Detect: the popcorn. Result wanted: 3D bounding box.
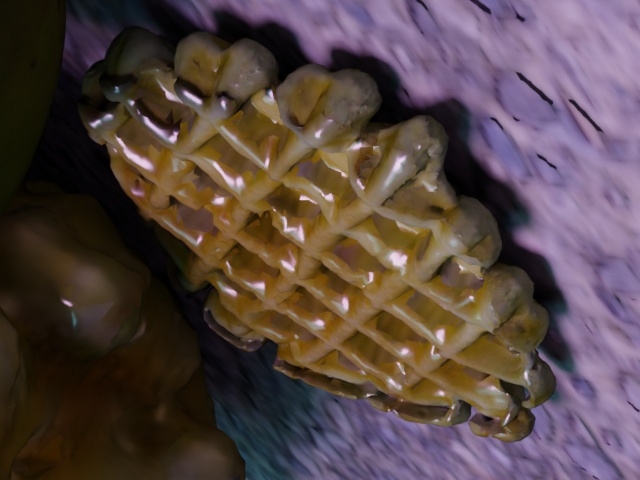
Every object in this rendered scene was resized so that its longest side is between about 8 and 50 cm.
[{"bbox_3d":[-0.180,0.093,0.787,0.274,0.279,0.335,24,148,0],"label":"popcorn"}]

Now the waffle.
[{"bbox_3d":[0.000,0.000,0.680,0.169,0.036,0.183,18,150,31],"label":"waffle"}]

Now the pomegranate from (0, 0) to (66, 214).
[{"bbox_3d":[-0.194,-0.070,0.585,0.211,0.263,0.211,-16,-90,-89],"label":"pomegranate"}]
